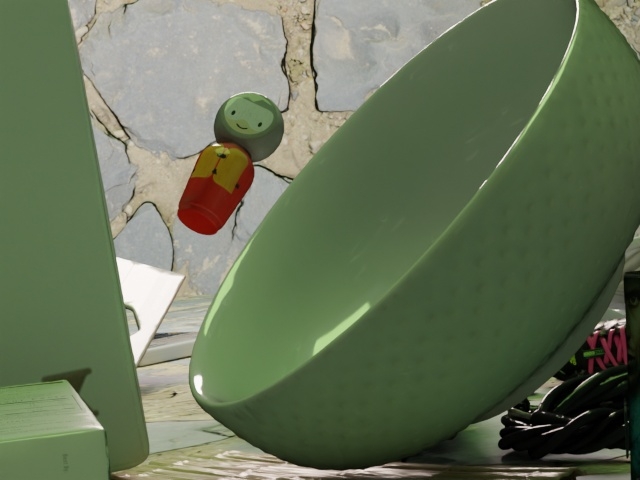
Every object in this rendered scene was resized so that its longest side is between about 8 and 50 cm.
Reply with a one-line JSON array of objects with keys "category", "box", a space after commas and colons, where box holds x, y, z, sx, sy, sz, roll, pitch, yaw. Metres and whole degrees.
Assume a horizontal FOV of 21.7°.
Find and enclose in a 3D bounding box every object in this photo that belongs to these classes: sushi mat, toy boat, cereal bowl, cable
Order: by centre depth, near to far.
[{"category": "sushi mat", "box": [-0.010, 0.149, 1.005, 0.317, 0.019, 0.151, -4, 1, 43]}, {"category": "cereal bowl", "box": [0.080, 0.009, 1.025, 0.339, 0.141, 0.339, -43, 17, 16]}, {"category": "cable", "box": [0.211, 0.112, 1.116, 0.185, 0.047, 0.150, -4, 2, 9]}, {"category": "toy boat", "box": [0.000, 0.000, 1.625, 0.318, 0.148, 0.267, 42, -32, -27]}]

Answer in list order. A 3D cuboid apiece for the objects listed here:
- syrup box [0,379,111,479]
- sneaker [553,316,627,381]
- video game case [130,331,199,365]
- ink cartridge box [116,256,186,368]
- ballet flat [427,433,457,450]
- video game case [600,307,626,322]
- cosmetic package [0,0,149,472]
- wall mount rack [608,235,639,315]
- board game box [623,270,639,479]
[{"category": "syrup box", "box": [-0.158, 0.129, 0.830, 0.096, 0.093, 0.237, -6, 2, -13]}, {"category": "sneaker", "box": [0.237, 0.095, 1.407, 0.075, 0.063, 0.170, -5, -3, -25]}, {"category": "video game case", "box": [-0.223, 0.136, 2.082, 0.173, 0.022, 0.190, -3, 3, 37]}, {"category": "ink cartridge box", "box": [-0.301, 0.083, 1.724, 0.261, 0.066, 0.296, 19, 26, 1]}, {"category": "ballet flat", "box": [0.069, 0.074, 1.290, 0.116, 0.124, 0.342, 26, 2, 0]}, {"category": "video game case", "box": [0.198, 0.068, 1.728, 0.212, 0.023, 0.193, 24, -17, -38]}, {"category": "cosmetic package", "box": [-0.343, 0.012, 1.150, 0.329, 0.327, 0.394, -10, 4, -21]}, {"category": "wall mount rack", "box": [0.387, -0.032, 1.913, 0.304, 0.130, 0.350, -42, -24, 22]}, {"category": "board game box", "box": [0.211, 0.079, 0.863, 0.026, 0.126, 0.186, -2, 0, -17]}]
